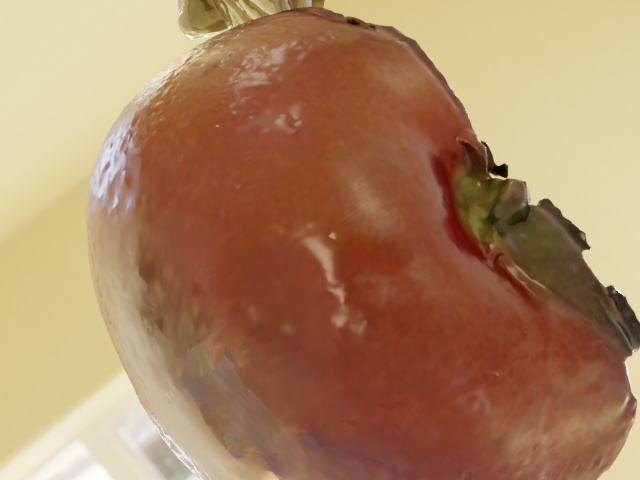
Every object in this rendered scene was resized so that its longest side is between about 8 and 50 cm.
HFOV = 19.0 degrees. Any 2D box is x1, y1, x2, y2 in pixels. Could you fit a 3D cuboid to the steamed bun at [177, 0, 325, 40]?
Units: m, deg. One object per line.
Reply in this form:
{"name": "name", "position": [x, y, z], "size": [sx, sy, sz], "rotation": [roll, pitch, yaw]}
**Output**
{"name": "steamed bun", "position": [-0.059, -0.254, 1.378], "size": [0.428, 0.189, 0.247], "rotation": [34, 168, 43]}

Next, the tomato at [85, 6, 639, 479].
{"name": "tomato", "position": [-0.015, 0.057, 1.027], "size": [0.335, 0.176, 0.289], "rotation": [55, 138, 5]}
